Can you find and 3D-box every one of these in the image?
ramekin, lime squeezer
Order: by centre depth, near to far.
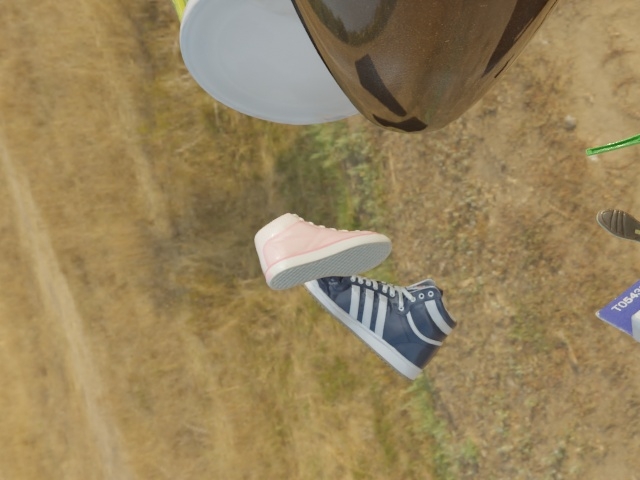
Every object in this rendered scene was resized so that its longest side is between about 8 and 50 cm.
[{"bbox_3d":[-0.026,-0.268,0.929,0.273,0.273,0.127,131,146,-56],"label":"ramekin"},{"bbox_3d":[0.690,-0.233,1.560,0.310,0.110,0.059,-37,63,44],"label":"lime squeezer"}]

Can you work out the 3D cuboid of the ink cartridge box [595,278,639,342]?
[{"bbox_3d":[0.568,0.046,0.972,0.330,0.324,0.071,37,161,57],"label":"ink cartridge box"}]

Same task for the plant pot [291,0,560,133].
[{"bbox_3d":[0.069,-0.177,0.523,0.230,0.215,0.215,82,164,-64],"label":"plant pot"}]

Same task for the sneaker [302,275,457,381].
[{"bbox_3d":[0.098,0.088,1.286,0.282,0.153,0.099,42,-171,-4],"label":"sneaker"}]

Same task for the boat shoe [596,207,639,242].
[{"bbox_3d":[0.802,-0.030,2.034,0.072,0.190,0.068,-160,94,-87],"label":"boat shoe"}]

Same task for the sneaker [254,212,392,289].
[{"bbox_3d":[0.000,0.000,0.747,0.070,0.134,0.051,60,151,34],"label":"sneaker"}]

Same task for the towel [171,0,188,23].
[{"bbox_3d":[-0.092,-0.339,1.101,0.021,0.237,0.102,-19,90,64],"label":"towel"}]
